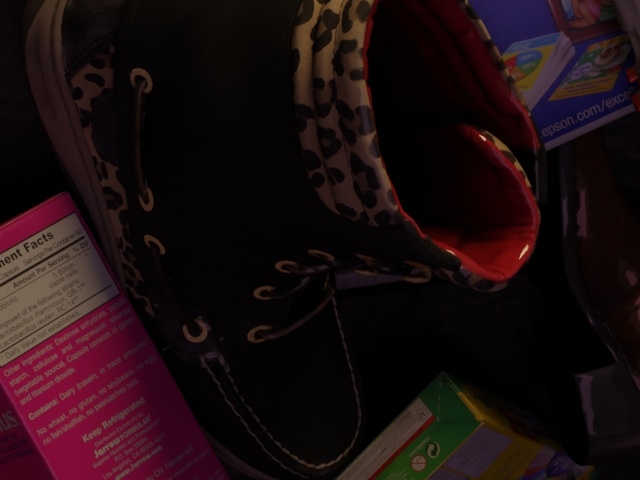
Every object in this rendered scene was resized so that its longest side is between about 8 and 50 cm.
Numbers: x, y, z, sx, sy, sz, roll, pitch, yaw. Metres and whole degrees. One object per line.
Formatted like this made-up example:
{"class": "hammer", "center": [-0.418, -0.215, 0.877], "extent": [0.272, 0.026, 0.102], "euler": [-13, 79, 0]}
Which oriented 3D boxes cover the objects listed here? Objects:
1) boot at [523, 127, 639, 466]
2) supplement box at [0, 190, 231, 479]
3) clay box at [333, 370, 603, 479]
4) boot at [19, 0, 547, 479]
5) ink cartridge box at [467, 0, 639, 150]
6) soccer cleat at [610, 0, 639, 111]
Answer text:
{"class": "boot", "center": [0.281, 0.001, 1.192], "extent": [0.280, 0.096, 0.264], "euler": [-15, 95, -13]}
{"class": "supplement box", "center": [-0.165, 0.098, 1.072], "extent": [0.114, 0.111, 0.220], "euler": [-32, 96, -40]}
{"class": "clay box", "center": [0.103, 0.170, 1.214], "extent": [0.127, 0.053, 0.222], "euler": [-46, 148, 10]}
{"class": "boot", "center": [0.000, 0.000, 1.027], "extent": [0.138, 0.284, 0.377], "euler": [-38, 117, -36]}
{"class": "ink cartridge box", "center": [0.163, -0.227, 0.995], "extent": [0.303, 0.072, 0.307], "euler": [-24, 113, 5]}
{"class": "soccer cleat", "center": [0.201, -0.121, 0.977], "extent": [0.076, 0.068, 0.196], "euler": [-25, 112, 1]}
